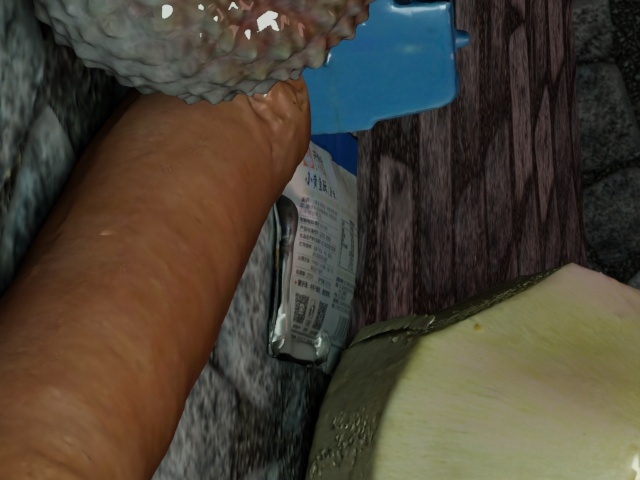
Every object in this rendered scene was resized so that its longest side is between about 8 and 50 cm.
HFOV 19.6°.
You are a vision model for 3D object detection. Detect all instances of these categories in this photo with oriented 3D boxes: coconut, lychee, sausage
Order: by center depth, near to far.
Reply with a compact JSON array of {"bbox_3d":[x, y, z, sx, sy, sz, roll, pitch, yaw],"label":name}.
[{"bbox_3d":[-0.046,-0.133,0.727,0.197,0.165,0.165,-156,-118,-69],"label":"lychee"},{"bbox_3d":[-0.080,0.024,0.735,0.419,0.094,0.094,-69,151,-56],"label":"sausage"},{"bbox_3d":[0.145,0.181,1.218,0.352,0.353,0.352,-1,90,-77],"label":"coconut"}]

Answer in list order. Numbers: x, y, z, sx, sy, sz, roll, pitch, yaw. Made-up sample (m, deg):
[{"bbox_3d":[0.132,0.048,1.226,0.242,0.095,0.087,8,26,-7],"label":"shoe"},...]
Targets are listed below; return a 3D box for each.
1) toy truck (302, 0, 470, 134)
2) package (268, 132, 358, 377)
[{"bbox_3d":[-0.007,-0.251,0.922,0.162,0.161,0.384,-82,166,-67],"label":"toy truck"},{"bbox_3d":[0.000,0.000,1.213,0.171,0.027,0.173,30,61,-71],"label":"package"}]
